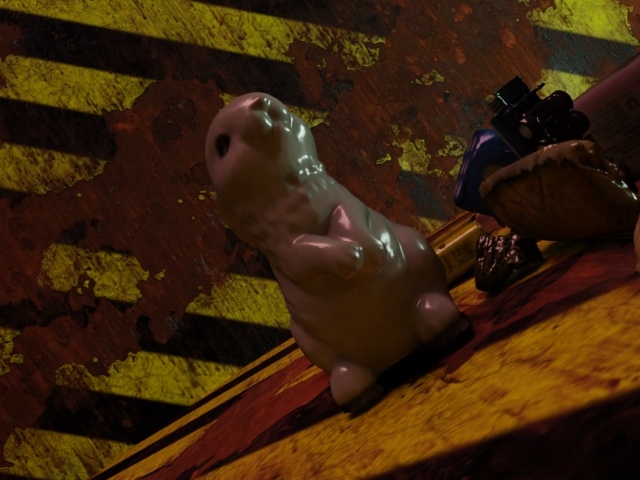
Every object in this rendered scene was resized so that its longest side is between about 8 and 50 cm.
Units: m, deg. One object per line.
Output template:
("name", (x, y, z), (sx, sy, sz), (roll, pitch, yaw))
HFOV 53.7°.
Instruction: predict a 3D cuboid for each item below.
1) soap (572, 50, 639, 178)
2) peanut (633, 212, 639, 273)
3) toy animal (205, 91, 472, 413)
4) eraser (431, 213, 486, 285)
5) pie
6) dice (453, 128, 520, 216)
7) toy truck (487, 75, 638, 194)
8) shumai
("soap", (0.467, -0.197, 0.837), (0.182, 0.138, 0.199), (-36, -1, -31))
("peanut", (0.271, -0.035, 0.397), (0.187, 0.082, 0.082), (-36, -2, -16))
("toy animal", (0.000, 0.000, 0.733), (0.193, 0.357, 0.258), (-37, -3, -5))
("eraser", (0.200, 0.047, 1.104), (0.226, 0.069, 0.158), (-36, -4, 11))
("pie", (0.259, -0.044, 0.698), (0.068, 0.128, 0.282), (-47, 2, -6))
("dice", (0.316, -0.109, 1.088), (0.146, 0.146, 0.143), (-34, -41, -82))
("toy truck", (0.285, -0.108, 0.774), (0.074, 0.202, 0.088), (-38, -4, -17))
("shumai", (0.233, 0.025, 0.779), (0.080, 0.082, 0.083), (4, 27, 20))
